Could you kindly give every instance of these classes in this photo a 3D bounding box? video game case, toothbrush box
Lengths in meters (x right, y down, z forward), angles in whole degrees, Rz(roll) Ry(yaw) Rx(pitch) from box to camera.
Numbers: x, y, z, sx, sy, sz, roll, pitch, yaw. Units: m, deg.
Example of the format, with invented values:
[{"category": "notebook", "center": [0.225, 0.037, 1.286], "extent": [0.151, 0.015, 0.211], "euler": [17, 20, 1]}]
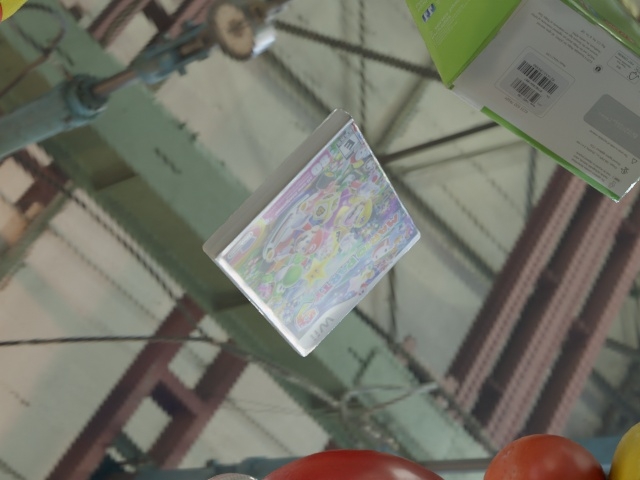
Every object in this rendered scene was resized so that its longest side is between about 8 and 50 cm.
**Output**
[{"category": "video game case", "center": [0.000, 0.000, 0.663], "extent": [0.087, 0.011, 0.122], "euler": [-46, -31, -6]}, {"category": "toothbrush box", "center": [0.196, -0.191, 1.286], "extent": [0.206, 0.122, 0.283], "euler": [30, -156, -25]}]

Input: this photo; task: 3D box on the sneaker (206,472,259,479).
[{"category": "sneaker", "center": [-0.078, 0.171, 0.750], "extent": [0.134, 0.070, 0.051], "euler": [-42, -86, -26]}]

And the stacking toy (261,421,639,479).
[{"category": "stacking toy", "center": [0.127, 0.093, 0.386], "extent": [0.141, 0.330, 0.141], "euler": [-6, -90, -80]}]

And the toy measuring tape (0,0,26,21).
[{"category": "toy measuring tape", "center": [-0.233, -0.214, 1.126], "extent": [0.330, 0.121, 0.121], "euler": [-3, -97, -30]}]
